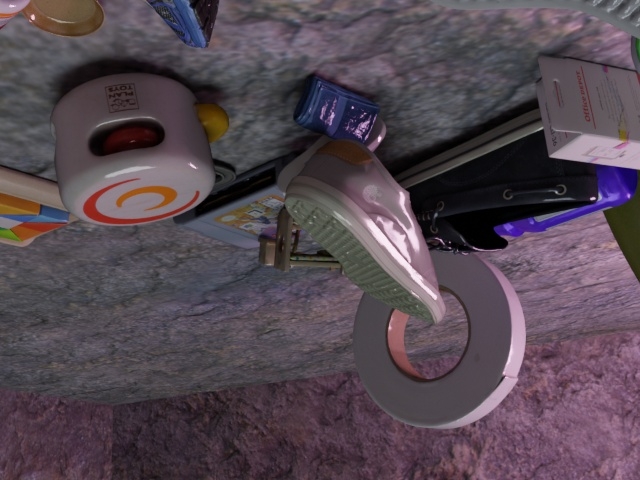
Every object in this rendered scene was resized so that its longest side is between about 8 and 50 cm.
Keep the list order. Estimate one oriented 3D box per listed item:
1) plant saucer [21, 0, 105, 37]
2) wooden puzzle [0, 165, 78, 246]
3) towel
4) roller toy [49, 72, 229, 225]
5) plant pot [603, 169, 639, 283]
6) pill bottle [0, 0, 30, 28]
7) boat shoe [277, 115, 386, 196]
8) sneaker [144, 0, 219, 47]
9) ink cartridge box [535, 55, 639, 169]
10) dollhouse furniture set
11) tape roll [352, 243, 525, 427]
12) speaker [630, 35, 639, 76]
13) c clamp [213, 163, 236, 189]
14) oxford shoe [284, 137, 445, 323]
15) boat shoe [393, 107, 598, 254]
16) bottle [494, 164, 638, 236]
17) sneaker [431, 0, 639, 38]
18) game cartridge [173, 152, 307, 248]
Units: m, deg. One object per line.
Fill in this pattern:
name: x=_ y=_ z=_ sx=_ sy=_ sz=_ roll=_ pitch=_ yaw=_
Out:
plant saucer: x=-0.268 y=-0.244 z=0.729 sx=0.083 sy=0.015 sz=0.083 roll=-4 pitch=159 yaw=-1
wooden puzzle: x=-0.527 y=-0.046 z=1.158 sx=0.238 sy=0.044 sz=0.221 roll=-21 pitch=154 yaw=36
towel: x=0.022 y=-0.168 z=0.924 sx=0.119 sy=0.067 sz=0.029 roll=14 pitch=-167 yaw=-40
roller toy: x=-0.236 y=-0.117 z=0.887 sx=0.209 sy=0.146 sz=0.191 roll=-25 pitch=161 yaw=31
plant pot: x=0.636 y=0.007 z=1.189 sx=0.274 sy=0.294 sz=0.275 roll=-4 pitch=159 yaw=-1
pill bottle: x=-0.348 y=-0.225 z=0.663 sx=0.152 sy=0.086 sz=0.086 roll=-20 pitch=155 yaw=35
boat shoe: x=0.024 y=-0.113 z=1.020 sx=0.184 sy=0.066 sz=0.063 roll=-38 pitch=146 yaw=17
sneaker: x=-0.159 y=-0.260 z=0.646 sx=0.087 sy=0.083 sz=0.221 roll=3 pitch=157 yaw=19
ink cartridge box: x=0.358 y=-0.167 z=0.923 sx=0.198 sy=0.115 sz=0.067 roll=5 pitch=157 yaw=-21
dollhouse furniture set: x=0.000 y=0.000 z=1.231 sx=0.181 sy=0.101 sz=0.161 roll=4 pitch=-177 yaw=-22
tape roll: x=0.242 y=0.200 z=1.486 sx=0.392 sy=0.392 sz=0.072 roll=-19 pitch=155 yaw=34
speaker: x=0.376 y=-0.255 z=0.681 sx=0.131 sy=0.131 sz=0.296 roll=-11 pitch=158 yaw=17
c clamp: x=-0.222 y=-0.097 z=1.117 sx=0.160 sy=0.022 sz=0.137 roll=-15 pitch=157 yaw=28
oxford shoe: x=0.099 y=0.003 z=1.037 sx=0.169 sy=0.130 sz=0.449 roll=16 pitch=160 yaw=35
boat shoe: x=0.225 y=-0.048 z=1.139 sx=0.186 sy=0.156 sz=0.500 roll=1 pitch=162 yaw=-42
bottle: x=0.381 y=-0.072 z=1.182 sx=0.282 sy=0.118 sz=0.092 roll=-23 pitch=108 yaw=42
sneaker: x=0.237 y=-0.242 z=0.555 sx=0.321 sy=0.127 sz=0.126 roll=20 pitch=139 yaw=27
game cartridge: x=-0.083 y=-0.058 z=1.212 sx=0.297 sy=0.062 sz=0.198 roll=-19 pitch=151 yaw=34
